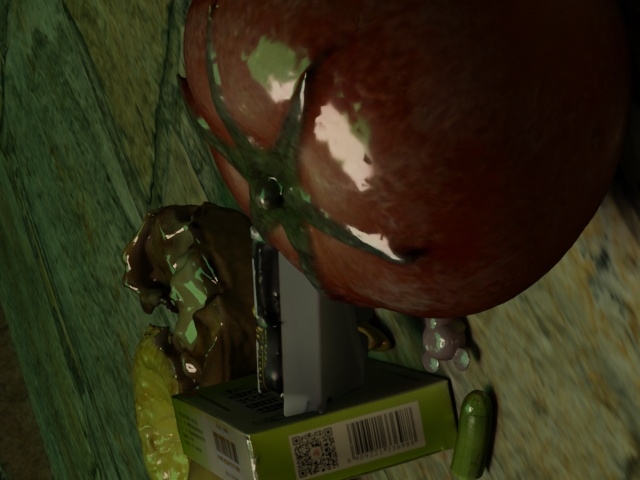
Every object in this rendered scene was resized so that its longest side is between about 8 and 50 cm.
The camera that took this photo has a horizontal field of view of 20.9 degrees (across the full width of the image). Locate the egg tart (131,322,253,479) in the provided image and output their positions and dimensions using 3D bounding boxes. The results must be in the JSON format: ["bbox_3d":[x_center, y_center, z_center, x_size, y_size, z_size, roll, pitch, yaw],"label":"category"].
[{"bbox_3d":[-0.126,0.238,1.992,0.315,0.120,0.315,166,90,-73],"label":"egg tart"}]

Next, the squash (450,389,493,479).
[{"bbox_3d":[0.118,0.148,1.329,0.027,0.027,0.083,-120,25,-43],"label":"squash"}]

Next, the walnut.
[{"bbox_3d":[-0.100,0.053,1.760,0.204,0.141,0.238,114,144,-43],"label":"walnut"}]

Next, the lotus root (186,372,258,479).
[{"bbox_3d":[-0.062,0.258,1.687,0.131,0.146,0.303,54,-146,-49],"label":"lotus root"}]

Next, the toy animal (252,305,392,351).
[{"bbox_3d":[0.014,0.074,1.556,0.159,0.083,0.070,3,115,59],"label":"toy animal"}]

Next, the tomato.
[{"bbox_3d":[0.058,-0.090,1.005,0.265,0.265,0.264,168,90,-72],"label":"tomato"}]

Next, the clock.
[{"bbox_3d":[0.000,0.000,1.407,0.253,0.083,0.186,-80,-10,-59],"label":"clock"}]

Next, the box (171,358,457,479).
[{"bbox_3d":[-0.011,0.154,1.486,0.260,0.175,0.062,-172,69,-72],"label":"box"}]

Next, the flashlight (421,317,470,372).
[{"bbox_3d":[0.093,0.046,1.336,0.052,0.031,0.110,-8,90,48],"label":"flashlight"}]
